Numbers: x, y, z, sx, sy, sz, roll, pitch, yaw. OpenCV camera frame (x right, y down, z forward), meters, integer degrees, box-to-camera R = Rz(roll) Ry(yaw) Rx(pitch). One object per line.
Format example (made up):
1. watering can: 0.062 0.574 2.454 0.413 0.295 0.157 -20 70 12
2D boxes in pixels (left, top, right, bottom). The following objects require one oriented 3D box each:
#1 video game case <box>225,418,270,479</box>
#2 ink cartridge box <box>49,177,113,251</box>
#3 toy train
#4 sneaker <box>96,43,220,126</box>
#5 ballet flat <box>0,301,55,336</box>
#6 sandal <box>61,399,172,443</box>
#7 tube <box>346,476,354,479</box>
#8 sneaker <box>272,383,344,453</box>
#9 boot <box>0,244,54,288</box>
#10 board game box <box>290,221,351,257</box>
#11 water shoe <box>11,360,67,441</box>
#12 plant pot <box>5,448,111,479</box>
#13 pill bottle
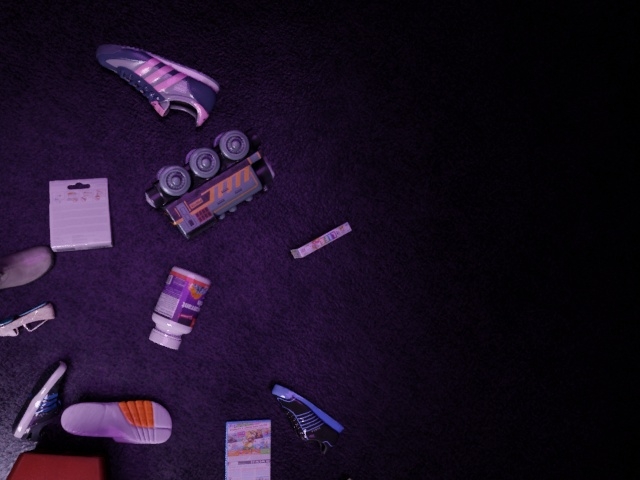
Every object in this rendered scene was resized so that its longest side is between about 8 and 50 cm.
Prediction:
1. video game case: -0.191 0.560 1.608 0.119 0.015 0.167 1 87 -13
2. ink cartridge box: -0.606 -0.065 1.535 0.145 0.045 0.180 -5 70 -13
3. toy train: -0.277 -0.151 1.569 0.333 0.142 0.190 -34 107 -15
4. sneaker: -0.424 -0.395 1.550 0.318 0.112 0.131 17 80 -11
5. ballet flat: -0.730 0.204 1.474 0.168 0.057 0.053 -23 103 -14
6. sandal: -0.503 0.447 1.505 0.265 0.076 0.102 14 60 -24
7. tube: 0.016 0.745 1.632 0.240 0.062 0.070 -45 54 -7
8. sneaker: -0.046 0.475 1.614 0.232 0.081 0.091 38 72 -10
9. boot: -0.756 0.080 1.418 0.246 0.161 0.084 -23 93 -14
10. board game box: 0.000 0.000 1.638 0.154 0.103 0.026 -29 94 -13
11. water shoe: -0.666 0.391 1.482 0.080 0.073 0.203 36 83 -32
12. plant pot: -0.603 0.610 1.394 0.266 0.267 0.236 9 71 -13
13. pill bottle: -0.360 0.171 1.538 0.108 0.108 0.194 23 82 -12
